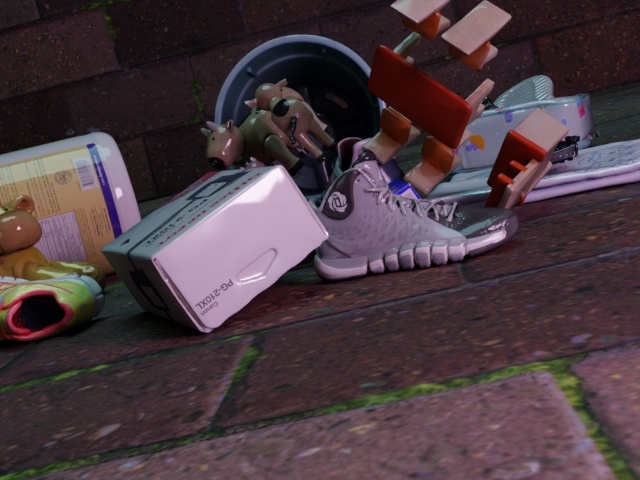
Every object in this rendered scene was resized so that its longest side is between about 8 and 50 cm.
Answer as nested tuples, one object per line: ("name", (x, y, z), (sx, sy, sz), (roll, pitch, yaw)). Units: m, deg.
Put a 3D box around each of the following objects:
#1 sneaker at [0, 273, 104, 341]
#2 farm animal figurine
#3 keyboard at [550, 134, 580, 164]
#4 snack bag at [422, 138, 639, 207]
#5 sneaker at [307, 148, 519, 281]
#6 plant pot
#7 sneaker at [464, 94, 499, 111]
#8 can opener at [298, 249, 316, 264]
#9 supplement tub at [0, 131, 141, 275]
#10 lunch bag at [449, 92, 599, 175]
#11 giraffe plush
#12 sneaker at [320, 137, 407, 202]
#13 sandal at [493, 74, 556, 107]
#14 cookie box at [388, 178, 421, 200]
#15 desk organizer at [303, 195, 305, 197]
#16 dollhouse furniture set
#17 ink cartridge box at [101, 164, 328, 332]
("sneaker", (-0.375, 0.087, 1.052), (0.208, 0.082, 0.094), (-13, 11, 6))
("farm animal figurine", (-0.102, -0.175, 1.495), (0.330, 0.172, 0.327), (-38, 13, 36))
("keyboard", (0.327, -0.127, 1.258), (0.108, 0.023, 0.180), (-21, 9, 5))
("snack bag", (0.321, -0.100, 1.291), (0.323, 0.037, 0.342), (-11, 9, 22))
("sneaker", (0.089, -0.039, 0.933), (0.228, 0.132, 0.086), (-12, 9, 14))
("plant pot", (-0.027, -0.235, 1.864), (0.341, 0.341, 0.334), (-13, 0, 4))
("sneaker", (0.338, -0.240, 1.824), (0.125, 0.140, 0.341), (-16, 10, -24))
("can opener", (0.000, 0.000, 1.092), (0.186, 0.073, 0.059), (-20, 13, 28))
("supplement tub", (-0.476, -0.029, 1.428), (0.331, 0.241, 0.241), (-17, 9, -16))
("lunch bag", (0.357, -0.190, 1.570), (0.279, 0.108, 0.224), (-8, 5, 25))
("giraffe plush", (-0.438, 0.024, 1.255), (0.210, 0.171, 0.181), (-11, 9, 17))
("sneaker", (0.061, -0.102, 1.379), (0.112, 0.131, 0.319), (-24, 10, -13))
("sandal", (0.480, -0.273, 1.992), (0.169, 0.102, 0.416), (-27, 18, 15))
("cookie box", (0.085, -0.039, 1.167), (0.091, 0.040, 0.107), (-36, 9, 1))
("desk organizer", (-0.072, -0.046, 1.523), (0.047, 0.050, 0.130), (-19, 10, -32))
("dollhouse furniture set", (0.165, -0.152, 1.095), (0.135, 0.259, 0.262), (-41, -22, -30))
("ink cartridge box", (-0.126, 0.003, 0.974), (0.172, 0.100, 0.237), (-39, 17, -20))
